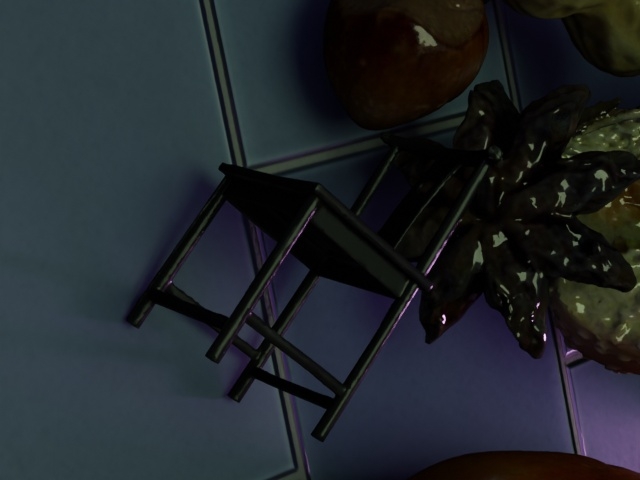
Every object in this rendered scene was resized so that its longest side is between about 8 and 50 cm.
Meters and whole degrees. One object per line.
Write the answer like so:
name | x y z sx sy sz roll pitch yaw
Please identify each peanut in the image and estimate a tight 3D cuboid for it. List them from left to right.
peanut | 0.221 -0.245 1.360 0.305 0.147 0.147 23 73 -45

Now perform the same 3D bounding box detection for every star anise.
star anise | 0.144 -0.030 1.297 0.109 0.223 0.236 28 70 -59

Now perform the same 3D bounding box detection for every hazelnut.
hazelnut | 0.065 -0.160 1.307 0.143 0.143 0.154 57 38 -23

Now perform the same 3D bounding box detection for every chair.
chair | 0.000 0.000 1.201 0.141 0.154 0.260 40 76 -32

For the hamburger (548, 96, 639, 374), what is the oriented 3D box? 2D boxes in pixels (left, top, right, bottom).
hamburger | 0.391 -0.016 1.454 0.445 0.287 0.268 -25 74 -4

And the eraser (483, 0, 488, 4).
eraser | 0.189 -0.345 1.454 0.226 0.069 0.158 -50 120 -29

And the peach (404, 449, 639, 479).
peach | 0.184 0.337 1.273 0.406 0.310 0.335 20 73 -36
